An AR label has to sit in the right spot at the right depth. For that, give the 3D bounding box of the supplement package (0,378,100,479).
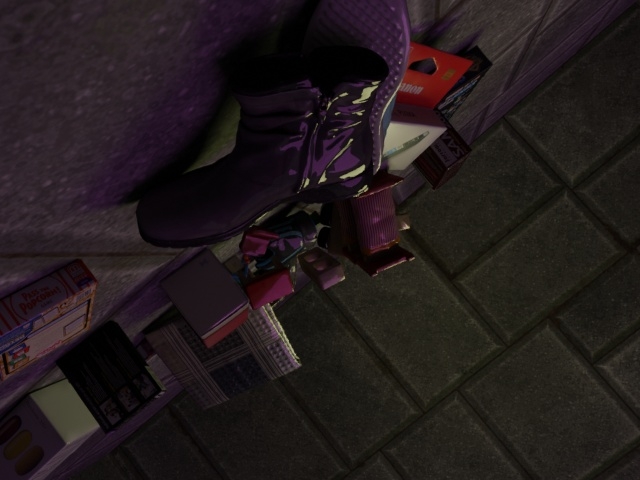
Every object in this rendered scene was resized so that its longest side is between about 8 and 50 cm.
[{"bbox_3d":[-0.624,0.437,1.213,0.244,0.139,0.134,-43,173,12],"label":"supplement package"}]

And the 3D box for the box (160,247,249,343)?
[{"bbox_3d":[-0.251,0.137,1.241,0.127,0.148,0.232,-37,171,-16],"label":"box"}]

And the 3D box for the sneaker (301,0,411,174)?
[{"bbox_3d":[0.047,-0.239,0.762,0.366,0.135,0.150,98,2,-64],"label":"sneaker"}]

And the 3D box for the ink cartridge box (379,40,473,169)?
[{"bbox_3d":[0.148,-0.241,1.055,0.296,0.066,0.261,-8,151,-48],"label":"ink cartridge box"}]

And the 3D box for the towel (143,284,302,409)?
[{"bbox_3d":[-0.250,0.278,1.467,0.312,0.324,0.056,-25,-149,2],"label":"towel"}]

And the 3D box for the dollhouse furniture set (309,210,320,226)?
[{"bbox_3d":[-0.041,-0.030,1.560,0.058,0.076,0.151,-36,171,-22],"label":"dollhouse furniture set"}]

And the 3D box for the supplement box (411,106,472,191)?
[{"bbox_3d":[0.271,-0.208,1.318,0.073,0.130,0.239,-37,173,0],"label":"supplement box"}]

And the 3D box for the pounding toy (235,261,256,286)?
[{"bbox_3d":[-0.212,0.145,1.536,0.141,0.130,0.100,-36,172,-28],"label":"pounding toy"}]

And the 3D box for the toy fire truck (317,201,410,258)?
[{"bbox_3d":[0.126,-0.077,1.448,0.246,0.158,0.217,-24,125,-58],"label":"toy fire truck"}]

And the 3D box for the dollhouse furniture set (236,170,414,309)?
[{"bbox_3d":[0.000,0.000,1.202,0.374,0.201,0.152,-24,-153,-18],"label":"dollhouse furniture set"}]

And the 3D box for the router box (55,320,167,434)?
[{"bbox_3d":[-0.414,0.270,1.107,0.133,0.179,0.046,-37,170,-12],"label":"router box"}]

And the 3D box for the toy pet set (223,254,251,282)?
[{"bbox_3d":[-0.214,0.086,1.437,0.122,0.065,0.114,-36,172,-28],"label":"toy pet set"}]

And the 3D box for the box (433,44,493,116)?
[{"bbox_3d":[0.242,-0.304,1.366,0.295,0.073,0.293,-37,171,-17],"label":"box"}]

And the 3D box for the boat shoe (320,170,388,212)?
[{"bbox_3d":[0.109,-0.132,1.571,0.306,0.113,0.105,-35,165,-47],"label":"boat shoe"}]

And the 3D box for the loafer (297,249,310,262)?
[{"bbox_3d":[-0.081,0.046,1.981,0.125,0.039,0.045,-41,-154,29],"label":"loafer"}]

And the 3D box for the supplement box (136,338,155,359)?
[{"bbox_3d":[-0.447,0.276,1.491,0.083,0.043,0.055,-43,173,24],"label":"supplement box"}]

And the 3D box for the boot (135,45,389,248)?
[{"bbox_3d":[-0.088,-0.121,0.681,0.338,0.118,0.223,-21,151,-8],"label":"boot"}]

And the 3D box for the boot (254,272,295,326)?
[{"bbox_3d":[-0.190,0.226,1.688,0.377,0.138,0.284,-30,-159,-20],"label":"boot"}]

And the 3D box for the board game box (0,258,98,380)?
[{"bbox_3d":[-0.402,0.118,0.800,0.147,0.045,0.193,-34,171,-37],"label":"board game box"}]

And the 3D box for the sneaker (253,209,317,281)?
[{"bbox_3d":[-0.127,0.034,1.473,0.139,0.125,0.341,-16,156,-27],"label":"sneaker"}]
